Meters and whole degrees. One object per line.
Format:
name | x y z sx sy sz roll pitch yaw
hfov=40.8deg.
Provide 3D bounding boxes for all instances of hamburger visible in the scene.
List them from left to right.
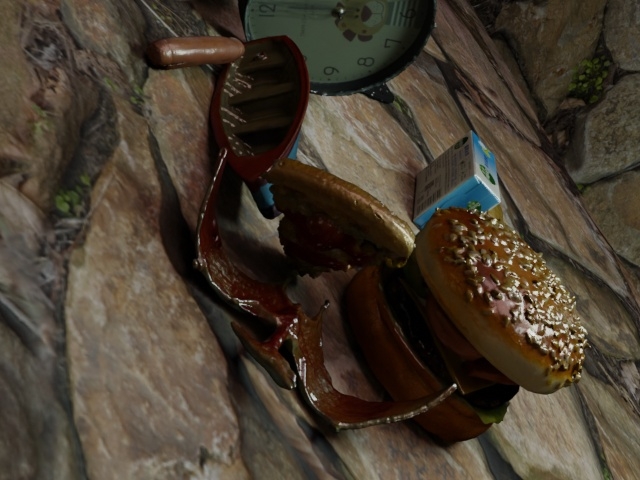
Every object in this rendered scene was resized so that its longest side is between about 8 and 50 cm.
hamburger | 0.191 0.098 1.089 0.291 0.225 0.291 39 25 -22

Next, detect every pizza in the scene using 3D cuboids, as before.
pizza | 0.000 0.000 0.984 0.188 0.199 0.062 30 59 -1

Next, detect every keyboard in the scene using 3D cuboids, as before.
keyboard | 0.065 -0.327 1.692 0.262 0.016 0.106 2 53 -58

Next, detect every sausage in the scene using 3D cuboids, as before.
sausage | -0.161 -0.253 1.152 0.177 0.047 0.040 -22 99 -52

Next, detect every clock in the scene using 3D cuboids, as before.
clock | 0.029 -0.356 1.327 0.313 0.313 0.061 31 37 -37

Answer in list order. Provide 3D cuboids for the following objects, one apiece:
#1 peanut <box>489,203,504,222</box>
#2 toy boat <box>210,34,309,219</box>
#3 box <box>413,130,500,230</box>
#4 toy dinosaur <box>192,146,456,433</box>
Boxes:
peanut | 0.290 -0.012 1.548 0.101 0.117 0.263 3 34 -4
toy boat | -0.075 -0.160 1.129 0.392 0.136 0.079 -95 171 -51
box | 0.239 -0.095 1.528 0.073 0.139 0.194 44 26 -16
toy dinosaur | -0.020 0.060 0.915 0.327 0.113 0.207 58 21 21
